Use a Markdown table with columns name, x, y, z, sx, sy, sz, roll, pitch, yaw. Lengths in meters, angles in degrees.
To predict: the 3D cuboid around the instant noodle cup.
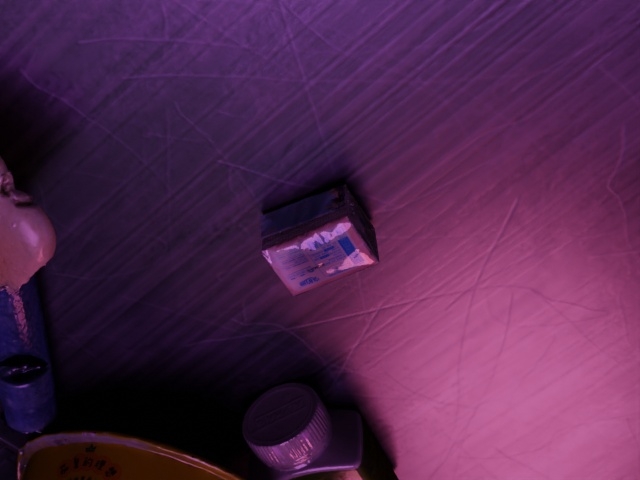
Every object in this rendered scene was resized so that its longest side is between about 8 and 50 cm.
| name | x | y | z | sx | sy | sz | roll | pitch | yaw |
| --- | --- | --- | --- | --- | --- | --- | --- | --- | --- |
| instant noodle cup | -0.205 | 0.382 | 1.364 | 0.326 | 0.254 | 0.325 | 12 | 144 | 9 |

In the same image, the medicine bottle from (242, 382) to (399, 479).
| name | x | y | z | sx | sy | sz | roll | pitch | yaw |
| --- | --- | --- | --- | --- | --- | --- | --- | --- | --- |
| medicine bottle | -0.005 | 0.244 | 1.417 | 0.132 | 0.088 | 0.188 | -18 | 127 | 16 |

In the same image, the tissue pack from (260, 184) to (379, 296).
| name | x | y | z | sx | sy | sz | roll | pitch | yaw |
| --- | --- | --- | --- | --- | --- | --- | --- | --- | --- |
| tissue pack | 0.000 | 0.000 | 1.242 | 0.094 | 0.058 | 0.074 | -22 | 128 | 16 |

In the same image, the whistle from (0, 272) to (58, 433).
| name | x | y | z | sx | sy | sz | roll | pitch | yaw |
| --- | --- | --- | --- | --- | --- | --- | --- | --- | --- |
| whistle | -0.302 | 0.063 | 1.291 | 0.062 | 0.062 | 0.304 | 0 | 129 | 0 |

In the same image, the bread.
| name | x | y | z | sx | sy | sz | roll | pitch | yaw |
| --- | --- | --- | --- | --- | --- | --- | --- | --- | --- |
| bread | -0.349 | -0.016 | 1.188 | 0.251 | 0.039 | 0.182 | -25 | 108 | 42 |
